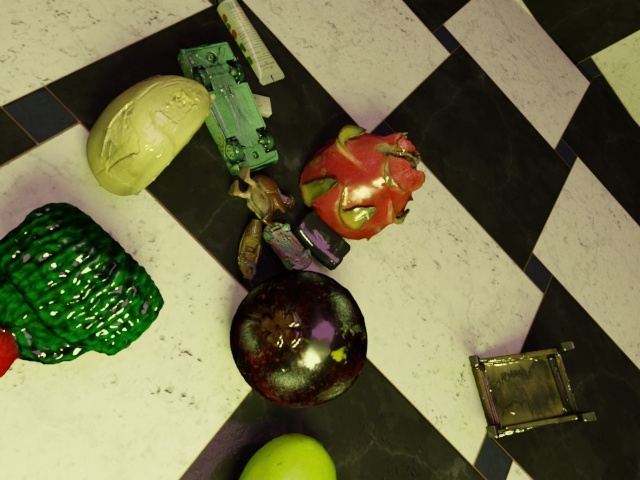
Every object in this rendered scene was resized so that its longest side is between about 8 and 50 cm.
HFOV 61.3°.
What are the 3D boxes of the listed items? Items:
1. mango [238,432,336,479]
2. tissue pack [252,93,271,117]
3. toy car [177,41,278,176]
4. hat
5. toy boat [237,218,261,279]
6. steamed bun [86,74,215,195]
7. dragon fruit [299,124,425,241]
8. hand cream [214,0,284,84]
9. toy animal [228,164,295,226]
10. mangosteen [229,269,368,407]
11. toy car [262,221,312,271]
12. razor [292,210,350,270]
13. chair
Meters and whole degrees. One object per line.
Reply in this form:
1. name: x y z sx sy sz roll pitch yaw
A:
1. mango: -0.078 0.518 0.959 0.192 0.156 0.343 27 57 -18
2. tissue pack: -0.182 -0.358 1.407 0.108 0.023 0.056 5 65 -32
3. toy car: -0.220 -0.315 1.306 0.141 0.097 0.320 -29 98 -39
4. hat: -0.460 0.120 0.901 0.274 0.242 0.332 41 73 19
5. toy boat: -0.159 0.020 1.220 0.047 0.049 0.149 19 59 -25
6. steamed bun: -0.355 -0.237 1.107 0.166 0.232 0.273 41 51 -17
7. dragon fruit: 0.121 -0.165 1.381 0.306 0.226 0.305 14 63 -29
8. hand cream: -0.200 -0.552 1.476 0.095 0.059 0.276 -33 92 -40
9. toy animal: -0.118 -0.090 1.266 0.179 0.089 0.188 25 29 -36
10. mangosteen: -0.038 0.199 1.086 0.288 0.288 0.288 14 60 -27
11. toy car: -0.080 0.018 1.269 0.069 0.055 0.142 -25 69 -39
12. razor: 0.000 0.000 1.328 0.148 0.054 0.090 44 52 -6
13. chair: 0.522 0.391 1.407 0.241 0.416 0.203 -15 70 9
